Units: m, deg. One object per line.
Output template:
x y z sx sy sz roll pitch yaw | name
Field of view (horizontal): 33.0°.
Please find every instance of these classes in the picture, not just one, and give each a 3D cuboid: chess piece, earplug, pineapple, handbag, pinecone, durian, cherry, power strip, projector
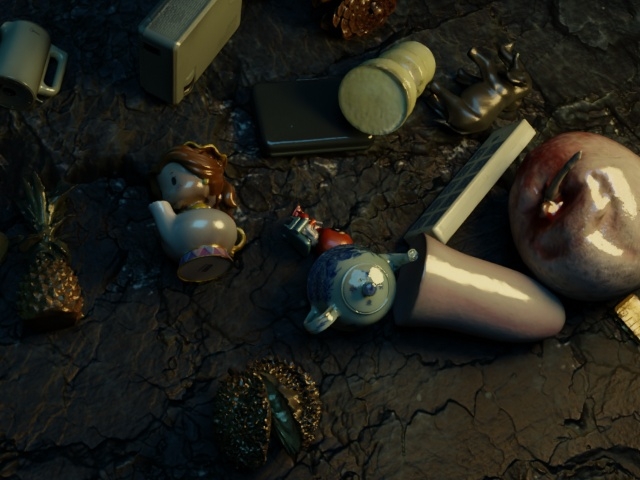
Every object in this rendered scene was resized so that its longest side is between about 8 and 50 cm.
0.150 -0.315 2.119 0.144 0.144 0.251 34 36 7 | chess piece
0.300 0.106 1.945 0.301 0.172 0.172 15 61 -9 | earplug
-0.466 0.016 1.866 0.130 0.119 0.277 -15 63 3 | pineapple
0.596 0.149 2.047 0.061 0.027 0.083 -31 73 -24 | handbag
0.059 -0.518 2.204 0.208 0.207 0.207 4 62 -9 | pinecone
-0.099 0.278 1.790 0.196 0.167 0.196 15 36 -11 | durian
0.509 -0.034 1.977 0.335 0.291 0.326 29 37 -11 | cherry
0.293 -0.112 2.079 0.043 0.106 0.367 49 62 -13 | power strip
-0.252 -0.412 2.085 0.099 0.192 0.256 27 61 9 | projector

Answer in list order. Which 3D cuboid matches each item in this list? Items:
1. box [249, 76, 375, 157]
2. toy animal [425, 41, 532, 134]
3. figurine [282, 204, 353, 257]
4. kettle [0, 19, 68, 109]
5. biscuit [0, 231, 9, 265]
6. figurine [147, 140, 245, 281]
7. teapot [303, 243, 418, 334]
-0.016 -0.242 2.119 0.230 0.050 0.160 -6 65 -14 | box
0.329 -0.305 2.196 0.146 0.114 0.245 42 85 19 | toy animal
0.000 0.000 1.987 0.140 0.068 0.075 29 59 7 | figurine
-0.555 -0.331 2.039 0.127 0.098 0.148 9 58 0 | kettle
-0.632 -0.014 1.893 0.192 0.036 0.186 31 60 5 | biscuit
-0.226 -0.063 1.941 0.189 0.142 0.263 12 54 -41 | figurine
0.063 0.085 1.891 0.232 0.159 0.159 -37 74 -13 | teapot
